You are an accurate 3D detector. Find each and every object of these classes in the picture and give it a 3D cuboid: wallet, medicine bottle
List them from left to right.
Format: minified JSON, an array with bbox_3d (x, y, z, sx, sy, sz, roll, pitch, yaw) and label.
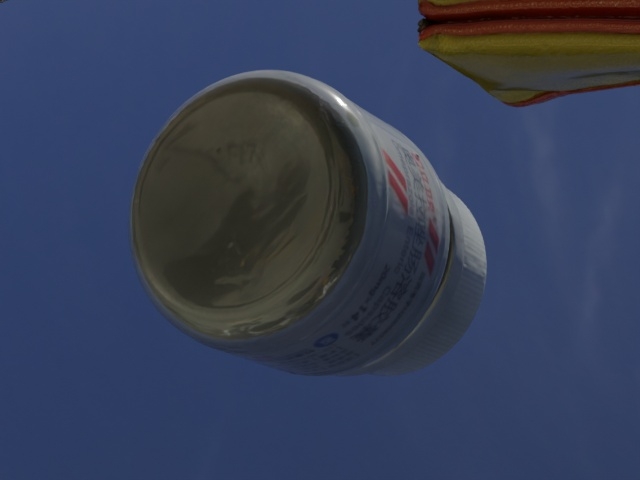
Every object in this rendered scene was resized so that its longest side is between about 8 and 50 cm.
[{"bbox_3d":[0.000,0.000,1.527,0.245,0.306,0.245,-8,-106,27],"label":"medicine bottle"},{"bbox_3d":[0.186,-0.112,0.896,0.241,0.141,0.067,2,-98,25],"label":"wallet"}]

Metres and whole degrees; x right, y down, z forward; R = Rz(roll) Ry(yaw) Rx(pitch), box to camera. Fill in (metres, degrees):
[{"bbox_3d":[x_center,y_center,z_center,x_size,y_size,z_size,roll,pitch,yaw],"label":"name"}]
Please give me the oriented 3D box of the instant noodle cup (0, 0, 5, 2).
[{"bbox_3d":[-0.199,-0.274,1.273,0.174,0.213,0.213,10,-101,35],"label":"instant noodle cup"}]
